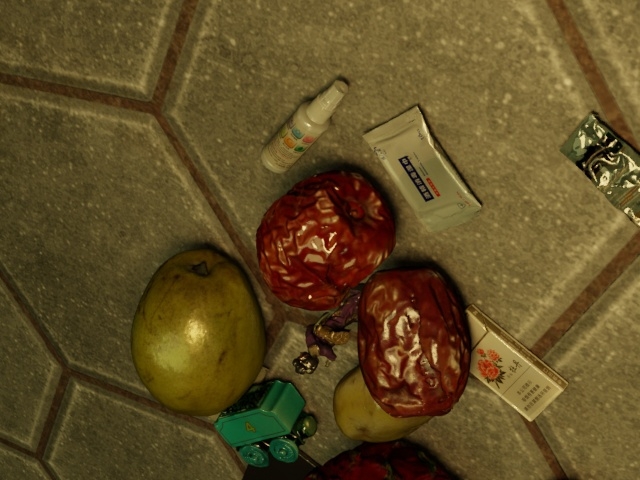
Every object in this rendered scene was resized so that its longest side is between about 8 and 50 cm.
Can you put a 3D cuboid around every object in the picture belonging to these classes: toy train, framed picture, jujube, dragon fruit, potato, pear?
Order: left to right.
[{"bbox_3d":[-0.224,0.174,2.017,0.253,0.253,0.307,23,122,25],"label":"pear"},{"bbox_3d":[-0.109,0.358,2.139,0.198,0.107,0.154,-18,116,36],"label":"toy train"},{"bbox_3d":[-0.013,0.556,2.298,0.339,0.014,0.255,35,137,14],"label":"framed picture"},{"bbox_3d":[0.000,0.000,1.719,0.213,0.213,0.232,44,139,4],"label":"jujube"},{"bbox_3d":[0.107,0.508,1.944,0.329,0.329,0.329,22,132,26],"label":"dragon fruit"},{"bbox_3d":[0.108,0.278,1.895,0.200,0.137,0.154,-29,101,46],"label":"potato"},{"bbox_3d":[0.148,0.162,1.730,0.183,0.183,0.243,-5,91,42],"label":"jujube"}]

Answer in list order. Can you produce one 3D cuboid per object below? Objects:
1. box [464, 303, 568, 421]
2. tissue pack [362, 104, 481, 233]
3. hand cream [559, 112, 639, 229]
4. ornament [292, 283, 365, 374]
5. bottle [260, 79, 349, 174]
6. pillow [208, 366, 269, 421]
[{"bbox_3d":[0.292,0.199,1.765,0.198,0.029,0.109,39,138,8],"label":"box"},{"bbox_3d":[0.156,-0.102,1.651,0.123,0.026,0.193,-24,103,47],"label":"tissue pack"},{"bbox_3d":[0.429,-0.061,1.453,0.248,0.052,0.075,47,116,9],"label":"hand cream"},{"bbox_3d":[0.016,0.167,1.848,0.088,0.203,0.081,-4,125,39],"label":"ornament"},{"bbox_3d":[-0.022,-0.180,1.713,0.060,0.060,0.217,48,139,0],"label":"bottle"},{"bbox_3d":[-0.193,0.296,2.225,0.148,0.050,0.229,29,136,9],"label":"pillow"}]
